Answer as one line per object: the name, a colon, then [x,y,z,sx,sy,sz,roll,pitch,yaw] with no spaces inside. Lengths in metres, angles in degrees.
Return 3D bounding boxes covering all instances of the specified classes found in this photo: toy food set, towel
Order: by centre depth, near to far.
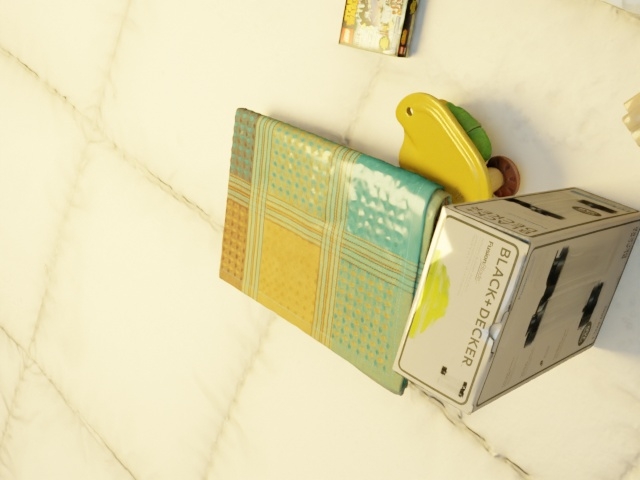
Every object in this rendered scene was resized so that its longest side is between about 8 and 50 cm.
toy food set: [0.170,-0.081,0.992,0.217,0.071,0.128,60,150,17]
towel: [0.000,0.000,1.115,0.370,0.040,0.271,28,118,40]

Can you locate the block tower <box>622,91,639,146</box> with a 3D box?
block tower: [0.405,-0.010,0.794,0.097,0.091,0.335,-37,73,36]

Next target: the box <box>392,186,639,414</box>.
box: [0.203,0.044,0.834,0.087,0.290,0.169,27,113,32]

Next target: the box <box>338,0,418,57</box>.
box: [0.076,-0.300,1.051,0.094,0.027,0.137,21,109,35]

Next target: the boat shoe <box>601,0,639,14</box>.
boat shoe: [0.348,-0.251,0.825,0.183,0.065,0.083,26,112,25]
